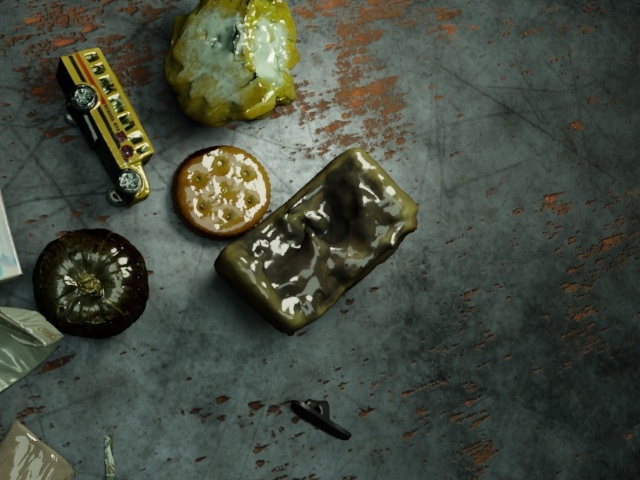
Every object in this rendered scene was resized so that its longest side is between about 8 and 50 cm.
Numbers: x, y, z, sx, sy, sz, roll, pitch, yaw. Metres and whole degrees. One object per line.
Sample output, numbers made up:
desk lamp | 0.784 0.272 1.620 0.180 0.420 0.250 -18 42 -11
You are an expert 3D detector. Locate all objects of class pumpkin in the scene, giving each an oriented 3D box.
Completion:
pumpkin | -0.466 0.085 1.751 0.237 0.159 0.238 3 81 -18

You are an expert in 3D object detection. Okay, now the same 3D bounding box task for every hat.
hat | -0.667 0.171 1.639 0.257 0.168 0.301 -37 110 10

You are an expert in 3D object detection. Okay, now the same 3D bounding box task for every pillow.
pillow | -0.604 0.511 1.680 0.173 0.067 0.270 36 73 -14

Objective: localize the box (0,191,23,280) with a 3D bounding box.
box | -0.752 0.012 1.694 0.274 0.116 0.203 -15 86 -20

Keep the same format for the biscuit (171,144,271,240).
biscuit | -0.221 -0.108 1.913 0.220 0.066 0.221 3 79 -17

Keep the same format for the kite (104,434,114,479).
kite | -0.432 0.527 1.764 0.229 0.012 0.250 -5 81 -20

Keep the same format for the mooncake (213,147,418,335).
mooncake | 0.000 0.000 1.792 0.246 0.394 0.393 50 30 -7

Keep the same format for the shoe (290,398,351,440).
shoe | 0.006 0.386 1.905 0.159 0.062 0.053 35 59 -9

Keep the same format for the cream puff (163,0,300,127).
cream puff | -0.197 -0.388 1.904 0.274 0.270 0.323 0 78 17

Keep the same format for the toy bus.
toy bus | -0.452 -0.238 1.836 0.123 0.121 0.336 -28 89 -27
